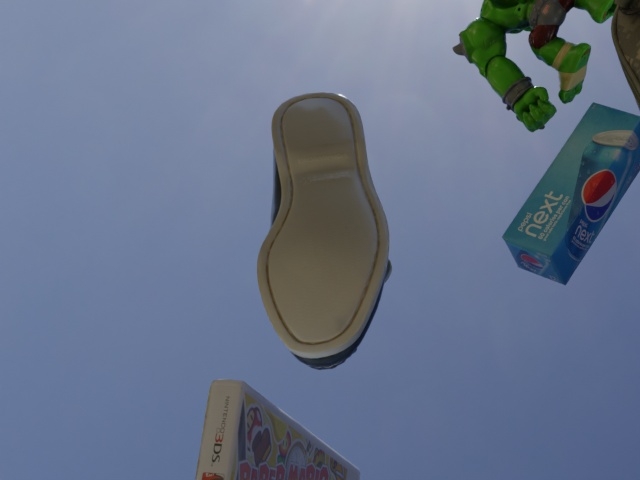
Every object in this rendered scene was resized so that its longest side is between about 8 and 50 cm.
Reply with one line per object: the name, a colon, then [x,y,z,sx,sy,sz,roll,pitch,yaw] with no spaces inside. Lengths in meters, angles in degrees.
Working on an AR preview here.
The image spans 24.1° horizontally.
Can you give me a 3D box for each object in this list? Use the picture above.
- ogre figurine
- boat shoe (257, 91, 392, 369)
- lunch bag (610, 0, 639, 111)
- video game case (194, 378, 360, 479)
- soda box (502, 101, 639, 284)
ogre figurine: [0.205,-0.210,1.367,0.118,0.097,0.197,31,-72,21]
boat shoe: [0.000,0.000,1.060,0.254,0.095,0.079,-99,-179,-46]
lunch bag: [0.421,-0.136,1.276,0.256,0.305,0.212,50,-61,43]
video game case: [-0.030,0.214,0.909,0.026,0.227,0.206,0,-111,21]
soda box: [0.302,-0.056,1.745,0.071,0.067,0.210,22,-111,37]
